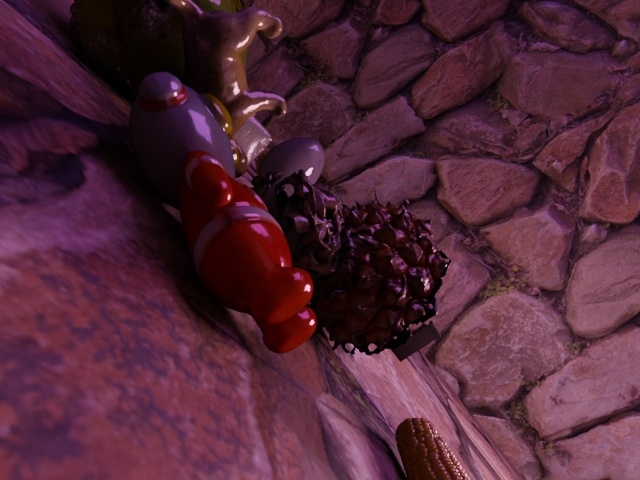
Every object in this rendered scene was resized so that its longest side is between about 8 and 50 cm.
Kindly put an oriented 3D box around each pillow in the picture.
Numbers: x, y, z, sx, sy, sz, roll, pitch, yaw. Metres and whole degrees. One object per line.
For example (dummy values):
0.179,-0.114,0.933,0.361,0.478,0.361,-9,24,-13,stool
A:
-0.235,-0.312,1.275,0.181,0.134,0.078,49,-8,-26,pillow

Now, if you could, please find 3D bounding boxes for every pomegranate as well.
-0.237,-0.331,0.705,0.260,0.260,0.341,50,1,-6,pomegranate

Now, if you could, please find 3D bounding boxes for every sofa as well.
0.284,0.297,1.318,0.060,0.147,0.085,56,8,12,sofa

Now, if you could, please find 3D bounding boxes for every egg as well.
-0.088,-0.230,1.394,0.176,0.231,0.176,55,5,-8,egg

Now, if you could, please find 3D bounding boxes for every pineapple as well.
0.000,0.000,0.606,0.271,0.262,0.262,33,14,-38,pineapple

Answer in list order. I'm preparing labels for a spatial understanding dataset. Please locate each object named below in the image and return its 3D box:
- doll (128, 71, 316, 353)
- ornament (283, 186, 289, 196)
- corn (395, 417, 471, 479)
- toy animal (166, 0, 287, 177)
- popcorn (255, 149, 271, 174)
-0.107,-0.051,0.432,0.336,0.105,0.200,54,-16,28,doll
-0.077,-0.076,1.275,0.156,0.081,0.075,46,39,-17,ornament
0.136,0.274,0.469,0.067,0.067,0.206,49,5,-24,corn
-0.128,-0.191,0.576,0.121,0.233,0.168,24,32,32,toy animal
-0.151,-0.259,1.579,0.173,0.142,0.173,48,-1,1,popcorn
